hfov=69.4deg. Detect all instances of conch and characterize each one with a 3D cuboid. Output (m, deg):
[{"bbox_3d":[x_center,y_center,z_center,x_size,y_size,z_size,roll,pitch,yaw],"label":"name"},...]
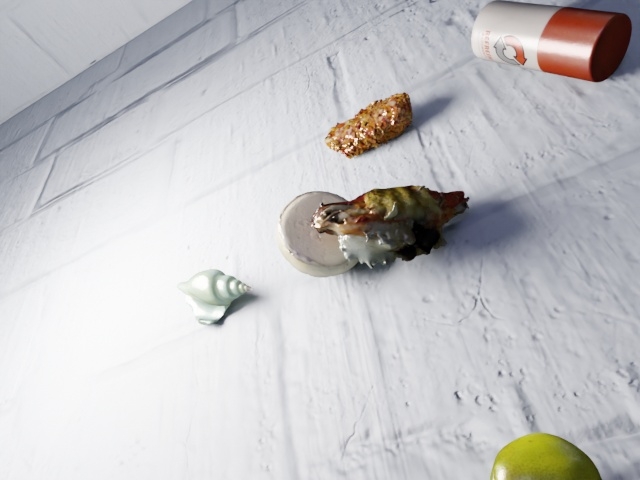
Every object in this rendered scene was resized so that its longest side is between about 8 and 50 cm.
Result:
[{"bbox_3d":[-0.178,0.091,0.774,0.180,0.088,0.065,-8,8,36],"label":"conch"}]

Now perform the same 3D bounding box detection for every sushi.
[{"bbox_3d":[0.102,-0.023,0.624,0.226,0.102,0.097,-13,11,-11],"label":"sushi"}]

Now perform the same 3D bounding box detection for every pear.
[{"bbox_3d":[0.193,0.213,0.404,0.092,0.097,0.092,-52,22,31],"label":"pear"}]

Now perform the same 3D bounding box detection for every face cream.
[{"bbox_3d":[0.352,-0.317,0.727,0.096,0.095,0.214,-44,44,-6],"label":"face cream"}]

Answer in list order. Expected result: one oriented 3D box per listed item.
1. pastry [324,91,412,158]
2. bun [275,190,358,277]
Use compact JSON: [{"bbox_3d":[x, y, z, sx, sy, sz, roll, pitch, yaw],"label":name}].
[{"bbox_3d":[0.091,-0.199,0.830,0.170,0.063,0.087,-25,36,21],"label":"pastry"},{"bbox_3d":[0.000,0.000,0.707,0.139,0.094,0.138,2,60,-4],"label":"bun"}]
